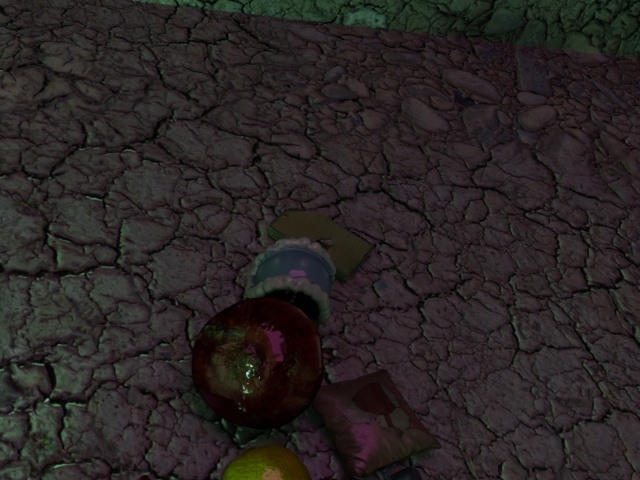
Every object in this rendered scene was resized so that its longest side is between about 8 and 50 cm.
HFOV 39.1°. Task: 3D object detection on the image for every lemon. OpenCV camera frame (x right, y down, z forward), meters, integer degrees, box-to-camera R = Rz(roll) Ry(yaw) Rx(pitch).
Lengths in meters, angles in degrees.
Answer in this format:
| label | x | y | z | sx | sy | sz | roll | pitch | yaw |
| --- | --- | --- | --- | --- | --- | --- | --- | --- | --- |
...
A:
| label | x | y | z | sx | sy | sz | roll | pitch | yaw |
| --- | --- | --- | --- | --- | --- | --- | --- | --- | --- |
| lemon | -0.097 | 0.478 | 1.669 | 0.178 | 0.178 | 0.203 | -9 | 63 | -28 |

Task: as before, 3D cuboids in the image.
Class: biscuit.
| label | x | y | z | sx | sy | sz | roll | pitch | yaw |
| --- | --- | --- | --- | --- | --- | --- | --- | --- | --- |
| biscuit | 0.000 | 0.000 | 2.288 | 0.250 | 0.046 | 0.147 | 31 | 45 | 12 |

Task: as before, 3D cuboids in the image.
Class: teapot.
| label | x | y | z | sx | sy | sz | roll | pitch | yaw |
| --- | --- | --- | --- | --- | --- | --- | --- | --- | --- |
| teapot | 0.165 | 0.490 | 1.833 | 0.083 | 0.063 | 0.049 | -16 | 33 | -32 |

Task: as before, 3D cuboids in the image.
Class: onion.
| label | x | y | z | sx | sy | sz | roll | pitch | yaw |
| --- | --- | --- | --- | --- | --- | --- | --- | --- | --- |
| onion | -0.128 | 0.250 | 1.837 | 0.276 | 0.276 | 0.276 | 10 | 43 | -10 |

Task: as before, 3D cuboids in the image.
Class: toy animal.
| label | x | y | z | sx | sy | sz | roll | pitch | yaw |
| --- | --- | --- | --- | --- | --- | --- | --- | --- | --- |
| toy animal | -0.059 | 0.086 | 2.102 | 0.208 | 0.156 | 0.204 | 17 | 46 | -8 |

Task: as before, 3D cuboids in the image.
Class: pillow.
| label | x | y | z | sx | sy | sz | roll | pitch | yaw |
| --- | --- | --- | --- | --- | --- | --- | --- | --- | --- |
| pillow | 0.109 | 0.381 | 1.910 | 0.223 | 0.084 | 0.236 | -13 | 54 | -32 |

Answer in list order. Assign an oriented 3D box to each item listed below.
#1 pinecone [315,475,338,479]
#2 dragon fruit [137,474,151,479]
| label | x | y | z | sx | sy | sz | roll | pitch | yaw |
| --- | --- | --- | --- | --- | --- | --- | --- | --- | --- |
| pinecone | 0.016 | 0.517 | 1.736 | 0.102 | 0.102 | 0.109 | 22 | 67 | 3 |
| dragon fruit | -0.314 | 0.500 | 1.649 | 0.097 | 0.063 | 0.131 | 12 | 43 | -8 |
